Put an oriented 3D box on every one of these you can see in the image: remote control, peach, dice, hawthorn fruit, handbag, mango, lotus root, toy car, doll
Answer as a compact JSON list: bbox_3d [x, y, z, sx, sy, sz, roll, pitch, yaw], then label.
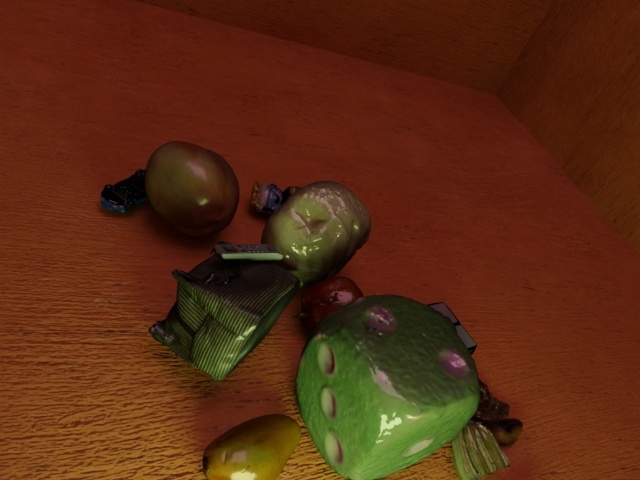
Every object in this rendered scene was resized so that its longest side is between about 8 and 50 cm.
[{"bbox_3d":[-0.174,0.031,1.339,0.162,0.029,0.061,0,20,-31],"label":"remote control"},{"bbox_3d":[-0.361,-0.150,1.589,0.292,0.292,0.247,38,81,14],"label":"peach"},{"bbox_3d":[0.144,0.335,1.278,0.318,0.322,0.330,-3,48,-34],"label":"dice"},{"bbox_3d":[0.018,0.188,1.502,0.200,0.179,0.179,-3,45,-19],"label":"hawthorn fruit"},{"bbox_3d":[-0.228,0.157,1.323,0.240,0.247,0.341,32,24,6],"label":"handbag"},{"bbox_3d":[-0.132,0.447,1.158,0.253,0.113,0.138,-11,47,-48],"label":"mango"},{"bbox_3d":[0.388,0.535,1.390,0.143,0.070,0.144,0,53,-25],"label":"lotus root"},{"bbox_3d":[-0.559,-0.141,1.634,0.103,0.063,0.216,35,41,10],"label":"toy car"},{"bbox_3d":[-0.077,-0.118,1.831,0.313,0.141,0.177,14,42,-11],"label":"doll"}]

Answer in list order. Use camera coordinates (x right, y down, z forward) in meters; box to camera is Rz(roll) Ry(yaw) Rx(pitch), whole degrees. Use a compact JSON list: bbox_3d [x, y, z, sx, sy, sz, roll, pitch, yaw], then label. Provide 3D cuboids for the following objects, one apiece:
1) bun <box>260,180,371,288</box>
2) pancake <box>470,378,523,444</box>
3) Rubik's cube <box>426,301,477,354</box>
[{"bbox_3d":[0.000,0.000,1.579,0.359,0.360,0.211,-22,61,-45],"label":"bun"},{"bbox_3d":[0.440,0.478,1.502,0.257,0.056,0.212,-16,54,-41],"label":"pancake"},{"bbox_3d":[0.292,0.297,1.526,0.180,0.183,0.167,-8,48,-34],"label":"Rubik's cube"}]
